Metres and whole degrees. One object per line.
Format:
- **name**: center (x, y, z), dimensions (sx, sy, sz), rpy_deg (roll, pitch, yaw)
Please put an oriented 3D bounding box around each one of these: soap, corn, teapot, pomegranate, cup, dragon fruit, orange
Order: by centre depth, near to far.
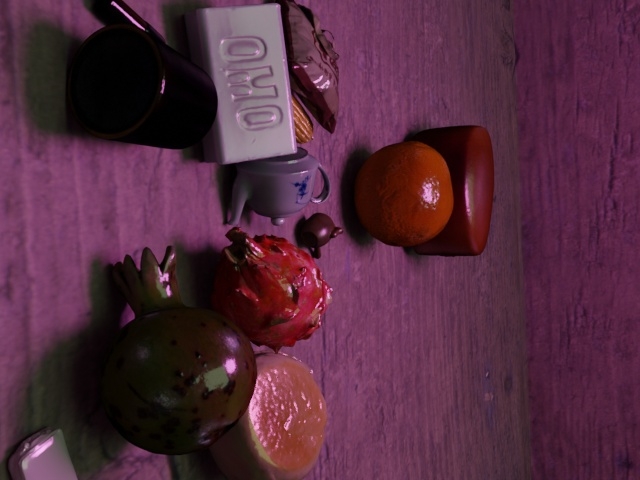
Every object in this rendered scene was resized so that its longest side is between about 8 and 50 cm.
- **pomegranate**: center (-0.231, 0.167, 1.284), dimensions (0.306, 0.242, 0.242), rpy_deg (60, 34, -9)
- **cup**: center (-0.254, -0.256, 1.299), dimensions (0.177, 0.166, 0.239), rpy_deg (9, 82, -66)
- **soap**: center (-0.138, -0.276, 1.531), dimensions (0.160, 0.087, 0.265), rpy_deg (-11, 101, -27)
- **dragon fruit**: center (-0.098, 0.084, 1.539), dimensions (0.210, 0.205, 0.268), rpy_deg (-64, 145, -30)
- **teapot**: center (-0.079, -0.098, 1.649), dimensions (0.232, 0.159, 0.159), rpy_deg (-14, 103, -32)
- **corn**: center (-0.067, -0.258, 1.760), dimensions (0.165, 0.063, 0.085), rpy_deg (45, 21, -53)
- **teapot**: center (0.000, 0.000, 1.872), dimensions (0.080, 0.085, 0.110), rpy_deg (-47, 149, -52)
- **orange**: center (0.204, -0.116, 2.086), dimensions (0.264, 0.264, 0.264), rpy_deg (5, 84, -62)

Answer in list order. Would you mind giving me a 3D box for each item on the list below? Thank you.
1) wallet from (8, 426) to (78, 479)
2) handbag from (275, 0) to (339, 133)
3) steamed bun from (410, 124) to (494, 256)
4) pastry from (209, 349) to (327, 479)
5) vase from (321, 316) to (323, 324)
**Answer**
- **wallet**: center (-0.369, 0.350, 1.189), dimensions (0.095, 0.033, 0.190), rpy_deg (-45, 129, -56)
- **handbag**: center (-0.022, -0.368, 1.769), dimensions (0.213, 0.127, 0.235), rpy_deg (44, 35, -50)
- **steamed bun**: center (0.349, -0.150, 2.371), dimensions (0.248, 0.235, 0.379), rpy_deg (42, 52, -55)
- **pastry**: center (-0.096, 0.325, 1.556), dimensions (0.265, 0.133, 0.265), rpy_deg (27, 51, -39)
- **vase**: center (-0.032, 0.175, 1.823), dimensions (0.101, 0.053, 0.053), rpy_deg (-18, 104, -66)
